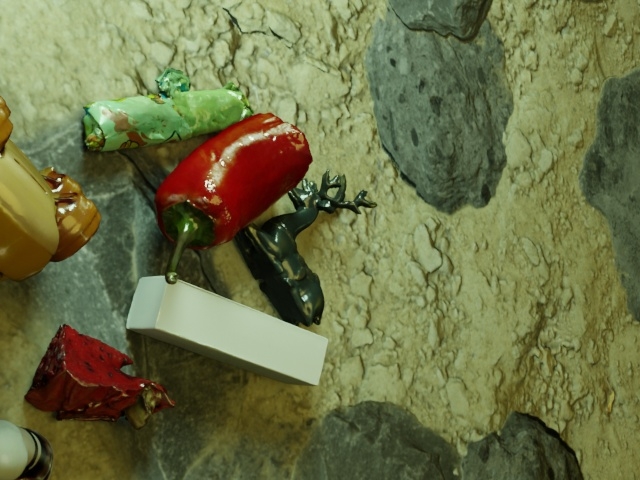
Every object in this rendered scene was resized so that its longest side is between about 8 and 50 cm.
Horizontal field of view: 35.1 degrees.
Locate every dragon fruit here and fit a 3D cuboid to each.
[{"bbox_3d":[-0.287,0.196,1.331,0.192,0.122,0.092,23,111,-41],"label":"dragon fruit"}]

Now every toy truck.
[{"bbox_3d":[-0.387,-0.037,1.132,0.211,0.288,0.204,-43,117,-8],"label":"toy truck"}]

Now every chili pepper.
[{"bbox_3d":[-0.158,-0.053,1.400,0.131,0.134,0.338,45,51,2],"label":"chili pepper"}]

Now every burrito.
[{"bbox_3d":[-0.215,-0.190,1.425,0.288,0.054,0.104,-15,94,-39],"label":"burrito"}]

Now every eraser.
[{"bbox_3d":[-0.126,0.134,1.450,0.298,0.078,0.076,25,70,-37],"label":"eraser"}]

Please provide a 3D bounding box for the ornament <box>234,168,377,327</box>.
[{"bbox_3d":[0.000,0.000,1.572,0.236,0.080,0.202,-43,109,-35],"label":"ornament"}]

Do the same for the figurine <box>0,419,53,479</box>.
[{"bbox_3d":[-0.394,0.366,1.121,0.320,0.196,0.323,7,71,-46],"label":"figurine"}]
